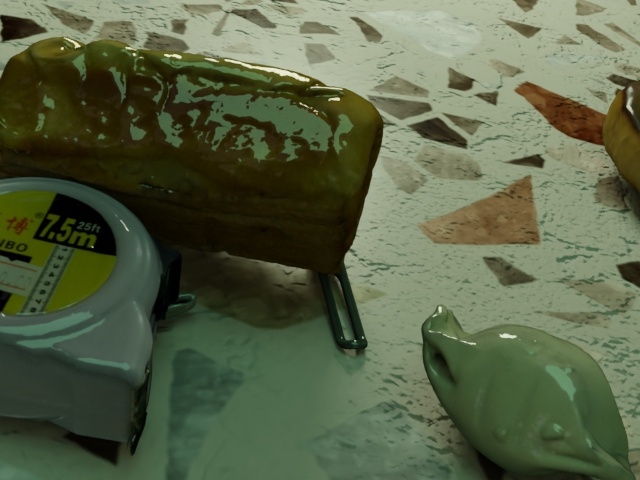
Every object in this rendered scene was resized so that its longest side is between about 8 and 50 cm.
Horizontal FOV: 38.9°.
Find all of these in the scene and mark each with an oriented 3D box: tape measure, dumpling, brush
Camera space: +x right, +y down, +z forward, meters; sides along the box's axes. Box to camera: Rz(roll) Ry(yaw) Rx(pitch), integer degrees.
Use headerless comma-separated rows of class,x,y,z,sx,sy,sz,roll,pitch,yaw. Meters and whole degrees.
tape measure,-0.189,0.044,0.615,0.196,0.105,0.178,14,44,3
dumpling,0.157,0.117,0.649,0.169,0.100,0.134,13,-6,35
brush,0.000,0.000,0.797,0.062,0.027,0.266,2,42,-15

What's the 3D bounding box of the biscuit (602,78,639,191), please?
biscuit,0.413,-0.091,0.991,0.213,0.091,0.274,11,38,-8

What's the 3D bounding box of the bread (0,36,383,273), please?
bread,-0.104,-0.068,0.721,0.294,0.167,0.132,12,77,4
